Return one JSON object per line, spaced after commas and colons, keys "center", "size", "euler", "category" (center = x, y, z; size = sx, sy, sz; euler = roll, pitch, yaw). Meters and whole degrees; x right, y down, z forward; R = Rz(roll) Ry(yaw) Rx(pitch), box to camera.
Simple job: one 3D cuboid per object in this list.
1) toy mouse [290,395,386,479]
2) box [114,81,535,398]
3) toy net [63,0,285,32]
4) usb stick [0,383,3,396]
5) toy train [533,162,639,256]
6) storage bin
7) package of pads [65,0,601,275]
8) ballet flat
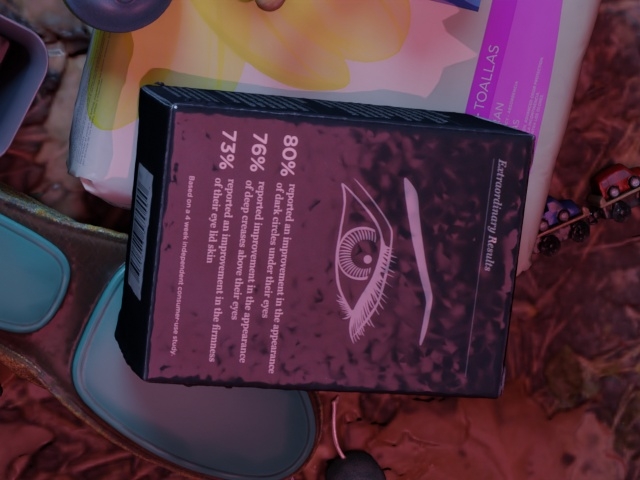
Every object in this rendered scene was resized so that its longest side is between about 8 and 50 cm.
{"center": [-0.007, 0.174, 1.173], "size": [0.161, 0.031, 0.143], "euler": [18, 98, -16], "category": "toy mouse"}
{"center": [0.000, 0.000, 0.984], "size": [0.207, 0.108, 0.153], "euler": [5, 99, -15], "category": "box"}
{"center": [-0.033, -0.185, 0.978], "size": [0.232, 0.045, 0.122], "euler": [-8, 100, -13], "category": "toy net"}
{"center": [-0.334, 0.124, 1.080], "size": [0.278, 0.045, 0.077], "euler": [-24, 99, -7], "category": "usb stick"}
{"center": [0.199, -0.033, 1.175], "size": [0.158, 0.027, 0.036], "euler": [-26, 104, -7], "category": "toy train"}
{"center": [-0.230, -0.117, 1.023], "size": [0.135, 0.091, 0.098], "euler": [26, 96, -18], "category": "storage bin"}
{"center": [0.009, -0.108, 1.077], "size": [0.296, 0.101, 0.229], "euler": [12, 98, -15], "category": "package of pads"}
{"center": [-0.154, 0.038, 1.066], "size": [0.348, 0.123, 0.123], "euler": [29, 95, -21], "category": "ballet flat"}
